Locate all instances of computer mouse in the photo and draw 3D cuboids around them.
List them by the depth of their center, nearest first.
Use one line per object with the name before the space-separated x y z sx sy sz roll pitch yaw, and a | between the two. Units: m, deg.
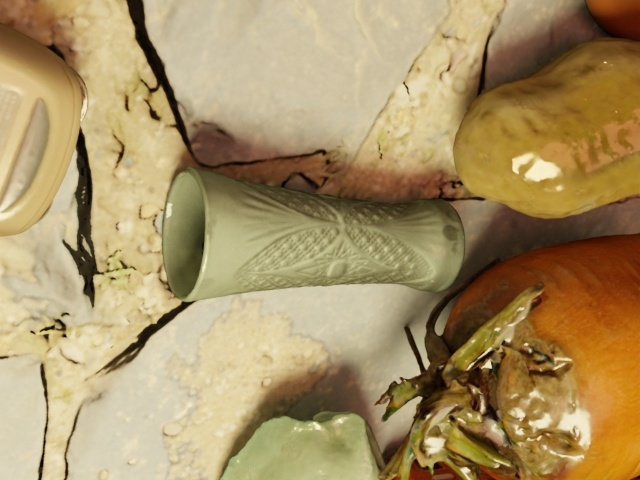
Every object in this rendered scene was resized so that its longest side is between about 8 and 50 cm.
computer mouse | -0.266 -0.086 0.661 0.237 0.082 0.145 15 102 -29

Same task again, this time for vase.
vase | 0.000 0.000 0.802 0.219 0.096 0.096 3 108 -26

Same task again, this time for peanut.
peanut | 0.212 -0.089 0.835 0.224 0.129 0.129 -22 116 -13

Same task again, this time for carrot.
carrot | 0.199 0.095 0.846 0.331 0.193 0.214 -16 71 -32

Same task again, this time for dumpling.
dumpling | -0.003 0.228 0.891 0.105 0.149 0.216 -42 127 -43

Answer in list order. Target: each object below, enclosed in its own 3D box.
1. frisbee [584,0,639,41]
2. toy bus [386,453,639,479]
frisbee | 0.309 -0.256 0.821 0.251 0.021 0.250 -17 136 -16
toy bus | 0.222 0.250 0.952 0.329 0.153 0.143 -3 112 -20
